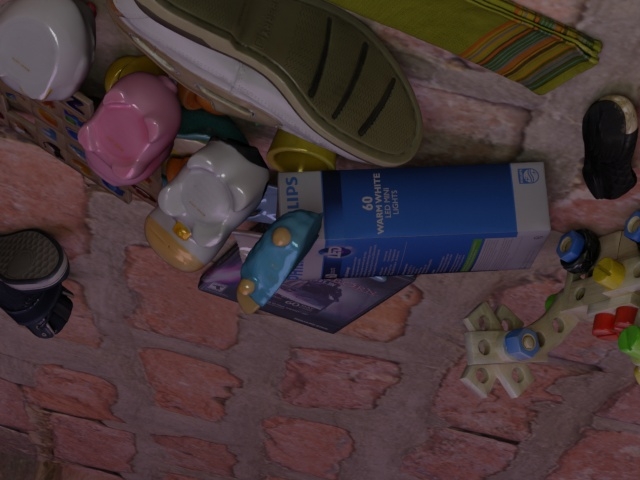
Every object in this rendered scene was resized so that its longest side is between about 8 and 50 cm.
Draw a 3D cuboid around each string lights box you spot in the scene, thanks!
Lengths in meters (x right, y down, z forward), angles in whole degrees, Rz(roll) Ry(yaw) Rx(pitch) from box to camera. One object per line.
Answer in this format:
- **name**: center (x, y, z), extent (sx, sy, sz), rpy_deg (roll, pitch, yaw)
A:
- **string lights box**: center (0.087, -0.017, 1.588), extent (0.259, 0.077, 0.133), rpy_deg (-2, 162, -4)

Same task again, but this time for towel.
- **towel**: center (0.112, -0.183, 1.343), extent (0.237, 0.021, 0.102), rpy_deg (21, 156, -17)

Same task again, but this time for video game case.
- **video game case**: center (-0.021, 0.046, 1.977), extent (0.196, 0.026, 0.274), rpy_deg (19, 158, -15)

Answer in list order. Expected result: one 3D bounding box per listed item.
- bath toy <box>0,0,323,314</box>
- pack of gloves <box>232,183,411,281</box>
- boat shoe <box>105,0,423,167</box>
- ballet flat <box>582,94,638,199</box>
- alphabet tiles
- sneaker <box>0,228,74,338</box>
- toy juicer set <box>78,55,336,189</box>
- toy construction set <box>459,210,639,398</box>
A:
- **bath toy**: center (-0.152, -0.089, 1.444), extent (0.348, 0.129, 0.151), rpy_deg (44, 120, -2)
- **pack of gloves**: center (0.000, 0.000, 1.779), extent (0.232, 0.046, 0.195), rpy_deg (2, 151, 15)
- **boat shoe**: center (-0.047, -0.158, 1.391), extent (0.302, 0.113, 0.103), rpy_deg (34, 153, -20)
- **ballet flat**: center (0.270, -0.090, 1.464), extent (0.049, 0.057, 0.173), rpy_deg (-28, 158, -7)
- **alphabet tiles**: center (-0.260, -0.117, 1.626), extent (0.237, 0.009, 0.198), rpy_deg (32, 159, 8)
- **sneaker**: center (-0.365, 0.062, 2.107), extent (0.226, 0.086, 0.163), rpy_deg (4, 148, 47)
- **toy juicer set**: center (-0.154, -0.100, 1.608), extent (0.329, 0.089, 0.209), rpy_deg (-10, 149, 45)
- **toy construction set**: center (0.300, 0.080, 1.615), extent (0.327, 0.215, 0.151), rpy_deg (-8, 149, 43)
